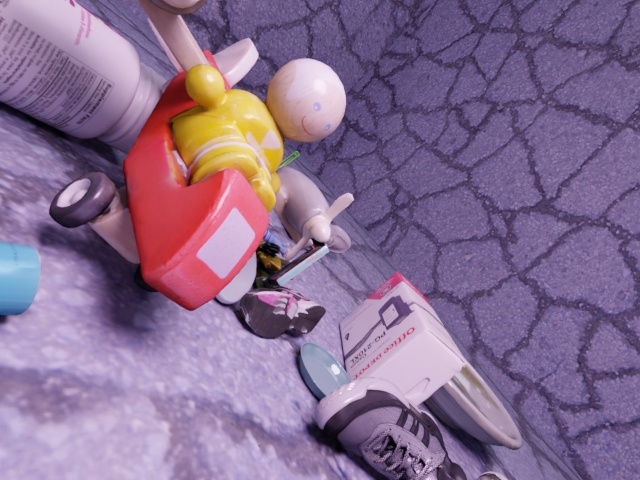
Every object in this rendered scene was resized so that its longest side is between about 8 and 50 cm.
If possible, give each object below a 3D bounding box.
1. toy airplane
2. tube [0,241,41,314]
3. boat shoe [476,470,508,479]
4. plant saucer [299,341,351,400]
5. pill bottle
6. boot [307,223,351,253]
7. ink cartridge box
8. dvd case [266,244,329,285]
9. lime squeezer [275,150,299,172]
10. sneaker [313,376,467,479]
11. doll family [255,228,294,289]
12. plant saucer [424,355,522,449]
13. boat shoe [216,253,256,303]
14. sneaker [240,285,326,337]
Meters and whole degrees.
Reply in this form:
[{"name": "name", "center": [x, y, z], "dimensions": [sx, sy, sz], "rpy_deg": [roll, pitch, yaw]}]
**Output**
[{"name": "toy airplane", "center": [-0.101, -0.145, 0.492], "dimensions": [0.386, 0.273, 0.384], "rpy_deg": [-25, 101, -74]}, {"name": "tube", "center": [-0.279, 0.012, 0.228], "dimensions": [0.080, 0.052, 0.207], "rpy_deg": [40, 12, 32]}, {"name": "boat shoe", "center": [0.349, 0.499, 0.694], "dimensions": [0.219, 0.077, 0.070], "rpy_deg": [44, 7, 37]}, {"name": "plant saucer", "center": [0.007, 0.206, 0.618], "dimensions": [0.119, 0.021, 0.119], "rpy_deg": [44, 11, -11]}, {"name": "pill bottle", "center": [-0.349, -0.236, 0.546], "dimensions": [0.160, 0.160, 0.283], "rpy_deg": [53, 13, 32]}, {"name": "boot", "center": [0.000, 0.000, 1.189], "dimensions": [0.258, 0.095, 0.123], "rpy_deg": [28, 25, -33]}, {"name": "ink cartridge box", "center": [0.134, 0.185, 0.762], "dimensions": [0.100, 0.172, 0.237], "rpy_deg": [43, 12, -13]}, {"name": "dvd case", "center": [-0.038, 0.039, 0.629], "dimensions": [0.013, 0.087, 0.119], "rpy_deg": [56, -16, -5]}, {"name": "lime squeezer", "center": [-0.167, -0.142, 1.047], "dimensions": [0.310, 0.110, 0.058], "rpy_deg": [-37, 100, -49]}, {"name": "sneaker", "center": [0.108, 0.277, 0.519], "dimensions": [0.269, 0.101, 0.153], "rpy_deg": [40, 10, -38]}, {"name": "doll family", "center": [-0.103, 0.023, 0.759], "dimensions": [0.111, 0.076, 0.193], "rpy_deg": [35, 10, -27]}, {"name": "plant saucer", "center": [0.304, 0.340, 1.009], "dimensions": [0.400, 0.100, 0.400], "rpy_deg": [44, 12, -11]}, {"name": "boat shoe", "center": [-0.145, 0.022, 0.633], "dimensions": [0.065, 0.083, 0.183], "rpy_deg": [32, 44, -34]}, {"name": "sneaker", "center": [-0.070, 0.103, 0.637], "dimensions": [0.077, 0.072, 0.178], "rpy_deg": [32, -1, 32]}]
